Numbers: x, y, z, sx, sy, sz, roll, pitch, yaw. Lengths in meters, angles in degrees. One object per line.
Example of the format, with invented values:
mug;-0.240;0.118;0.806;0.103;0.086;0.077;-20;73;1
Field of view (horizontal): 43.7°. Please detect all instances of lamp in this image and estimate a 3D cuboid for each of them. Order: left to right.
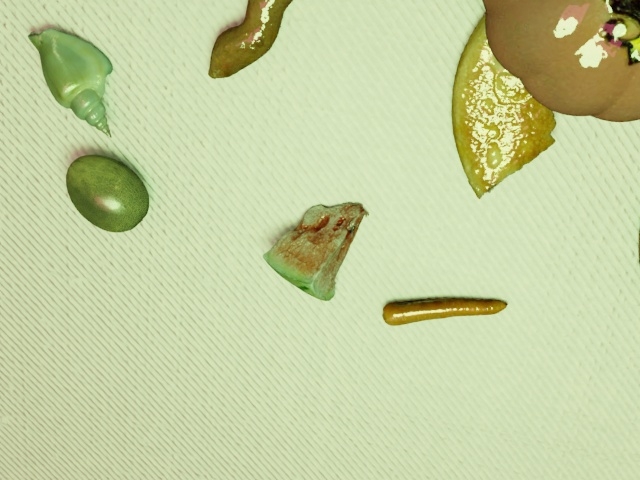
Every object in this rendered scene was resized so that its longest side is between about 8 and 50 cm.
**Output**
lamp;0.329;-0.280;0.868;0.305;0.239;0.305;-1;99;-8

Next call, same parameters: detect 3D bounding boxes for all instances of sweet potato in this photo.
sweet potato;-0.077;-0.290;1.046;0.065;0.051;0.218;39;115;-8

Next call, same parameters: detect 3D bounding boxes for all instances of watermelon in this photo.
watermelon;-0.014;0.012;1.153;0.098;0.121;0.158;33;114;17

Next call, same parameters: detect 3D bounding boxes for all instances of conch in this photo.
conch;-0.337;-0.223;1.111;0.088;0.065;0.180;-29;99;22

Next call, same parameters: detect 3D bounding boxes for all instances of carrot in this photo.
carrot;0.187;0.104;1.202;0.190;0.037;0.037;-6;114;10

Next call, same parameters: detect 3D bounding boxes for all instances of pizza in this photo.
pizza;0.238;-0.183;1.046;0.134;0.056;0.271;-3;111;13

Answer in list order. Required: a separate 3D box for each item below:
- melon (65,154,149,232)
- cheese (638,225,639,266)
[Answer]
melon;-0.311;-0.069;1.163;0.130;0.098;0.098;37;115;-2
cheese;0.510;0.037;1.077;0.203;0.128;0.177;20;119;-6
